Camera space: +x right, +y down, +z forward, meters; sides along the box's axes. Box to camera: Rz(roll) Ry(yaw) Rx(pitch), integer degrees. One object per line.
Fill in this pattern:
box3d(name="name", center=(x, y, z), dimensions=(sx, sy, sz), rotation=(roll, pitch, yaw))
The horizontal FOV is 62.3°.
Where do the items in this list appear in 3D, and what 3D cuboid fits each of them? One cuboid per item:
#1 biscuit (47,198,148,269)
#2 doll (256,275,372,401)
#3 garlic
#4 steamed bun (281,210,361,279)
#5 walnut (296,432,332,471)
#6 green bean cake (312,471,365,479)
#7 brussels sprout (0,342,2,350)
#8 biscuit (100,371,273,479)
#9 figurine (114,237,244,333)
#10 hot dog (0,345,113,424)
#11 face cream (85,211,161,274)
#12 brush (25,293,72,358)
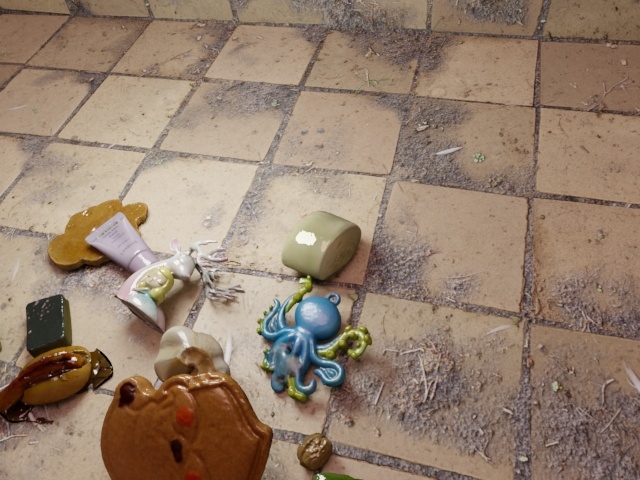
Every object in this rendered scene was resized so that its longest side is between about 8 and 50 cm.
box3d(name="biscuit", center=(-0.790, -0.028, 1.908), dimensions=(0.376, 0.051, 0.269), rotation=(-33, 57, -19))
box3d(name="doll", center=(-0.034, 0.293, 1.544), dimensions=(0.346, 0.098, 0.341), rotation=(25, 70, 32))
box3d(name="garlic", center=(-0.344, 0.366, 1.463), dimensions=(0.281, 0.203, 0.185), rotation=(51, 34, 1))
box3d(name="steamed bun", center=(0.000, 0.000, 1.708), dimensions=(0.200, 0.154, 0.250), rotation=(26, 45, 27))
box3d(name="walnut", center=(-0.016, 0.537, 1.346), dimensions=(0.096, 0.082, 0.079), rotation=(-37, 28, -20))
box3d(name="green bean cake", center=(0.063, 0.661, 1.204), dimensions=(0.248, 0.124, 0.222), rotation=(14, 55, 18))
box3d(name="brussels sprout", center=(-1.132, 0.318, 1.561), dimensions=(0.345, 0.268, 0.343), rotation=(6, 63, -12))
box3d(name="biscuit", center=(-0.336, 0.506, 1.312), dimensions=(0.456, 0.078, 0.349), rotation=(-7, 89, 12))
box3d(name="figurine", center=(-0.425, 0.138, 1.660), dimensions=(0.285, 0.206, 0.315), rotation=(23, 64, 30))
box3d(name="hot dog", center=(-0.787, 0.406, 1.528), dimensions=(0.326, 0.107, 0.194), rotation=(-35, 56, -19))
box3d(name="face cream", center=(-0.656, 0.026, 1.797), dimensions=(0.274, 0.096, 0.154), rotation=(37, 70, 19))
box3d(name="brush", center=(-0.863, 0.267, 1.679), dimensions=(0.123, 0.059, 0.197), rotation=(-19, 52, -10))
